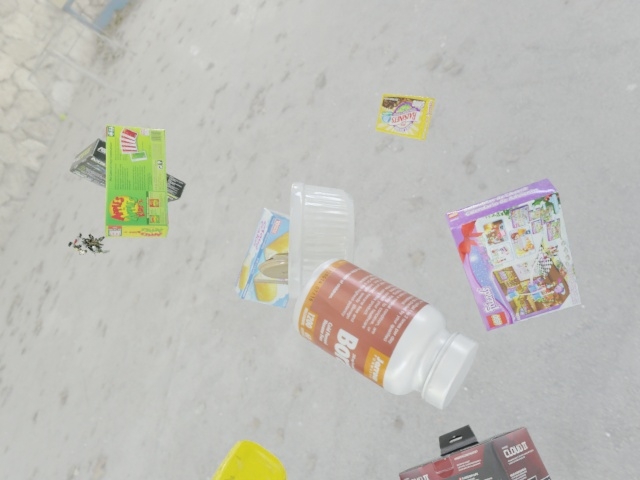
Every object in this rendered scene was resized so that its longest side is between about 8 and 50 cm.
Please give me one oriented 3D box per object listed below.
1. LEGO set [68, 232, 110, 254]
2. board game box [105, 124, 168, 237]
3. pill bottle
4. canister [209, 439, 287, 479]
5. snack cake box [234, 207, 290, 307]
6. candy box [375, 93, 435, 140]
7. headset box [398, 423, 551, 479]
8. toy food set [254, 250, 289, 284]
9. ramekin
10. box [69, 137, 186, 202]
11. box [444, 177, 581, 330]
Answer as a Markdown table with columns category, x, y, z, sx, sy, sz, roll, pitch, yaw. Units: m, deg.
| category | x | y | z | sx | sy | sz | roll | pitch | yaw |
| --- | --- | --- | --- | --- | --- | --- | --- | --- | --- |
| LEGO set | -0.368 | 0.010 | 0.803 | 0.054 | 0.083 | 0.023 | 33 | 103 | 16 |
| board game box | -0.296 | -0.095 | 0.816 | 0.043 | 0.092 | 0.181 | 130 | 136 | -59 |
| pill bottle | 0.081 | 0.118 | 0.649 | 0.216 | 0.121 | 0.121 | 27 | 85 | 27 |
| canister | -0.110 | 0.295 | 0.493 | 0.170 | 0.073 | 0.126 | -56 | -4 | 11 |
| snack cake box | -0.135 | 0.053 | 1.503 | 0.264 | 0.152 | 0.089 | -68 | 26 | 9 |
| candy box | 0.218 | -0.329 | 1.339 | 0.206 | 0.027 | 0.105 | 33 | 117 | 58 |
| headset box | 0.269 | 0.450 | 0.805 | 0.218 | 0.110 | 0.293 | -44 | 56 | 39 |
| toy food set | -0.075 | 0.054 | 1.147 | 0.192 | 0.132 | 0.039 | 135 | 136 | -60 |
| ramekin | 0.000 | 0.000 | 0.904 | 0.207 | 0.109 | 0.207 | -179 | 90 | -88 |
| box | -0.406 | -0.133 | 1.062 | 0.184 | 0.190 | 0.045 | -9 | 59 | 51 |
| box | 0.390 | 0.040 | 1.018 | 0.201 | 0.293 | 0.057 | -20 | 32 | 13 |
